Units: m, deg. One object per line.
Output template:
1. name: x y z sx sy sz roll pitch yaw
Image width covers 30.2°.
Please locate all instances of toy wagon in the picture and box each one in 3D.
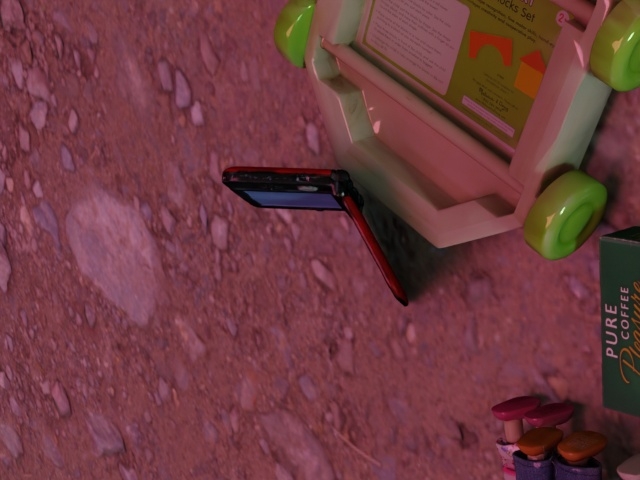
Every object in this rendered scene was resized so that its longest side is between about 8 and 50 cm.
1. toy wagon: 0.095 -0.162 0.724 0.267 0.068 0.344 42 132 33

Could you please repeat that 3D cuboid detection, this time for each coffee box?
1. coffee box: 0.239 0.058 0.654 0.184 0.040 0.113 10 111 48

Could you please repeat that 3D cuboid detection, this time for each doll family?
1. doll family: 0.178 0.201 0.723 0.263 0.118 0.163 3 106 50

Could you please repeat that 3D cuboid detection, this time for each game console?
1. game console: 0.000 0.000 0.837 0.144 0.124 0.085 44 -131 -81
